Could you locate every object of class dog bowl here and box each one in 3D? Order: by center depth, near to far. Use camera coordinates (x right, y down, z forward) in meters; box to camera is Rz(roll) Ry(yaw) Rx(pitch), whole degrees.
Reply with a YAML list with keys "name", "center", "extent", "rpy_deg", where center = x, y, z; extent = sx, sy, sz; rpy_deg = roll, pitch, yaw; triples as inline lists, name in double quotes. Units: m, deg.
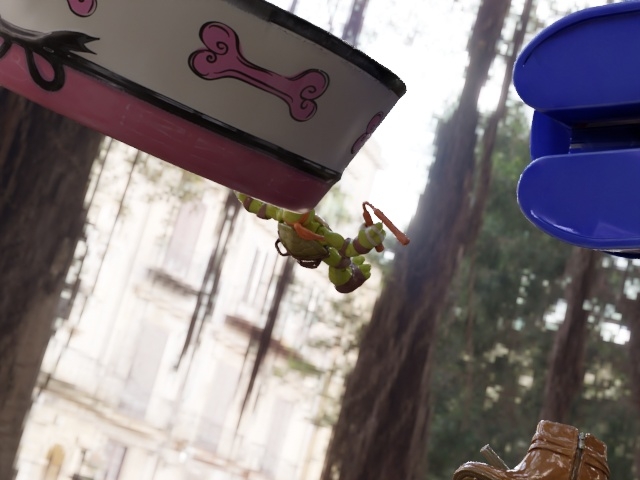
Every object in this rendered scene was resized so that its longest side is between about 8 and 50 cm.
- name: "dog bowl"
  center: [-0.134, -0.158, 1.099]
  extent: [0.408, 0.150, 0.408]
  rpy_deg: [24, 3, -1]

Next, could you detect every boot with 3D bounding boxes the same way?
- name: "boot"
  center: [0.246, 0.265, 1.384]
  extent: [0.197, 0.152, 0.073]
  rpy_deg: [29, -45, -10]

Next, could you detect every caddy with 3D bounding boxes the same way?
- name: "caddy"
  center: [0.339, -0.104, 1.110]
  extent: [0.341, 0.241, 0.179]
  rpy_deg: [-2, -2, 34]

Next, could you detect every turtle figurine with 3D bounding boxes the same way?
- name: "turtle figurine"
  center: [0.000, 0.000, 1.526]
  extent: [0.269, 0.087, 0.217]
  rpy_deg: [18, -16, 22]

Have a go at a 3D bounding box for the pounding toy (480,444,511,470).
- name: "pounding toy"
  center: [0.260, 0.433, 1.752]
  extent: [0.183, 0.110, 0.237]
  rpy_deg: [39, 23, 0]
